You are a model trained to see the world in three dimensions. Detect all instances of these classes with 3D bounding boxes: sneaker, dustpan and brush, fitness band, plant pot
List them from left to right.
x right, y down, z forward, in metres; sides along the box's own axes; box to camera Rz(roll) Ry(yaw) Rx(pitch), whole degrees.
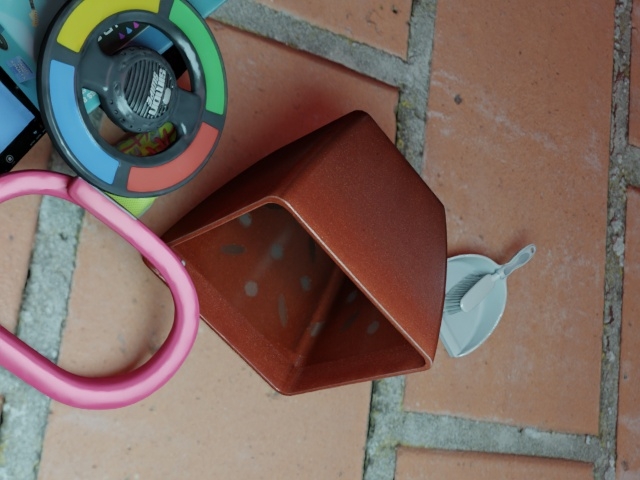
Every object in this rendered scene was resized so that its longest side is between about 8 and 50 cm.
[{"bbox_3d":[-0.267,0.053,0.923,0.291,0.054,0.209,43,85,-20],"label":"fitness band"},{"bbox_3d":[-0.187,-0.104,1.012,0.081,0.094,0.208,46,62,-23],"label":"sneaker"},{"bbox_3d":[0.000,0.000,1.045,0.267,0.267,0.235,47,49,-21],"label":"plant pot"},{"bbox_3d":[0.252,0.064,1.317,0.211,0.060,0.147,-37,105,-33],"label":"dustpan and brush"}]

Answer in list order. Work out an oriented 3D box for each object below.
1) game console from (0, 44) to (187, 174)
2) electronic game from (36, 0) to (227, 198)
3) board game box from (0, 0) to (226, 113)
[{"bbox_3d":[-0.316,-0.166,0.962,0.213,0.044,0.361,46,61,-21],"label":"game console"},{"bbox_3d":[-0.189,-0.158,0.903,0.229,0.048,0.229,-6,99,-46],"label":"electronic game"},{"bbox_3d":[-0.293,-0.326,0.929,0.336,0.079,0.253,51,58,-17],"label":"board game box"}]
